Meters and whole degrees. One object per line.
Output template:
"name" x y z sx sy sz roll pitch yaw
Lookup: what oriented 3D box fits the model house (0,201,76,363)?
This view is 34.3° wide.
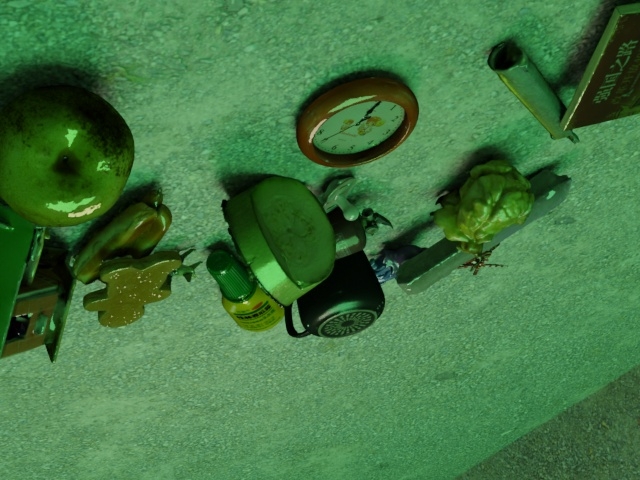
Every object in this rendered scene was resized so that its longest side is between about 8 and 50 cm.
"model house" -0.544 0.044 1.645 0.323 0.340 0.300 -14 124 -72

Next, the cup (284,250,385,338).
"cup" 0.009 0.101 2.034 0.223 0.176 0.169 -32 153 28

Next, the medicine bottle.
"medicine bottle" -0.153 0.097 2.033 0.111 0.076 0.309 -23 151 4

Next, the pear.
"pear" -0.355 -0.116 1.412 0.197 0.197 0.197 -15 152 -8

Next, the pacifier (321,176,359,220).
"pacifier" 0.043 -0.070 1.858 0.081 0.078 0.099 -26 159 -36

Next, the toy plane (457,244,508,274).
"toy plane" 0.292 0.040 2.224 0.194 0.077 0.126 -27 149 30

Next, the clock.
"clock" 0.060 -0.190 1.675 0.205 0.051 0.205 -14 151 -8

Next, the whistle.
"whistle" 0.372 -0.242 1.768 0.057 0.068 0.326 -42 146 12

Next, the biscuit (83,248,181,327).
"biscuit" -0.331 0.085 1.795 0.158 0.035 0.240 -5 152 -28

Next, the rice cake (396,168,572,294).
"rice cake" 0.324 -0.017 2.075 0.399 0.064 0.070 -33 143 2

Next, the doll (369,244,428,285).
"doll" 0.147 0.056 2.167 0.110 0.067 0.206 21 144 -39

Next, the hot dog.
"hot dog" -0.331 0.000 1.748 0.109 0.072 0.269 5 145 -42

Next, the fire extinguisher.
"fire extinguisher" 0.000 0.000 1.931 0.269 0.104 0.105 -22 152 4

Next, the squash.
"squash" -0.069 0.000 1.757 0.133 0.220 0.220 -27 151 16

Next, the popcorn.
"popcorn" 0.308 -0.057 1.956 0.195 0.173 0.168 -37 -170 20

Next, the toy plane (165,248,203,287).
"toy plane" -0.268 0.052 1.886 0.111 0.102 0.040 7 140 29

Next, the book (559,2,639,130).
"book" 0.602 -0.316 1.761 0.374 0.028 0.262 -15 147 -22
